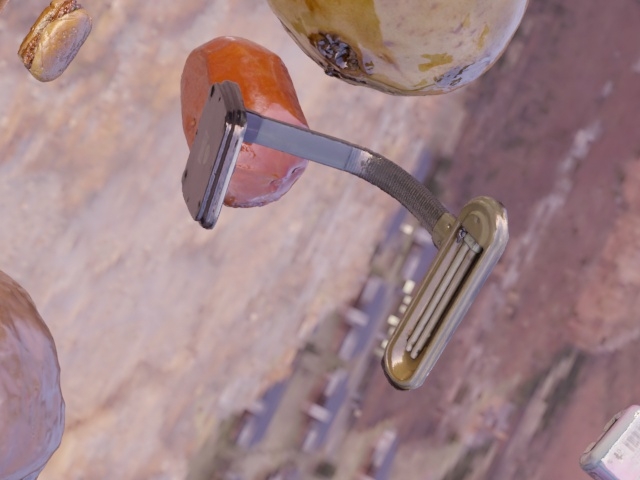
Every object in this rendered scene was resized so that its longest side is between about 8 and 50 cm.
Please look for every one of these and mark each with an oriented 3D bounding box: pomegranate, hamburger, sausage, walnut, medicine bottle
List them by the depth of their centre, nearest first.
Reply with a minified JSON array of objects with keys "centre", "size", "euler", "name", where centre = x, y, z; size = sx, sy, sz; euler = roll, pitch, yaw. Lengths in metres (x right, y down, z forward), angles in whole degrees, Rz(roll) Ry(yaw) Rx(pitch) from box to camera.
[{"centre":[0.065,-0.248,1.372],"size":[0.260,0.260,0.260],"euler":[-56,163,-28],"name":"pomegranate"},{"centre":[-0.364,0.141,1.528],"size":[0.227,0.273,0.273],"euler":[-12,132,-36],"name":"walnut"},{"centre":[-0.251,-0.190,1.550],"size":[0.083,0.044,0.076],"euler":[-53,170,2],"name":"hamburger"},{"centre":[0.396,0.281,1.868],"size":[0.094,0.188,0.119],"euler":[-48,172,-8],"name":"medicine bottle"},{"centre":[-0.106,-0.164,2.183],"size":[0.153,0.141,0.268],"euler":[-52,-141,37],"name":"sausage"}]

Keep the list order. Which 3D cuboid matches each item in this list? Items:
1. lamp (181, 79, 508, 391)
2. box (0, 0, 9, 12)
[{"centre":[0.002,-0.001,1.443],"size":[0.124,0.283,0.203],"euler":[-76,-173,-71],"name":"lamp"},{"centre":[-0.442,-0.325,1.602],"size":[0.213,0.284,0.259],"euler":[18,129,-39],"name":"box"}]
